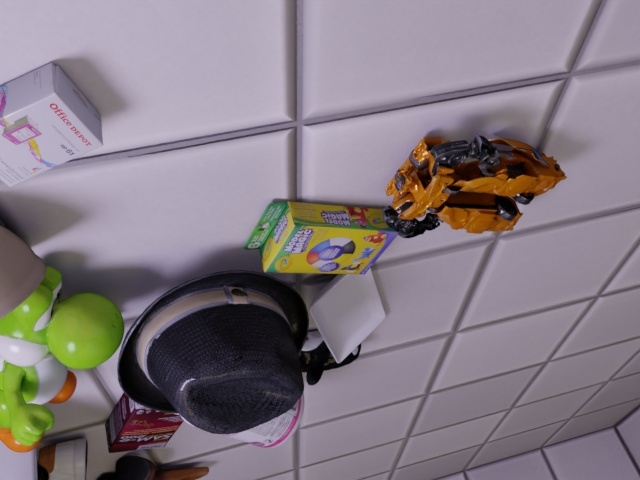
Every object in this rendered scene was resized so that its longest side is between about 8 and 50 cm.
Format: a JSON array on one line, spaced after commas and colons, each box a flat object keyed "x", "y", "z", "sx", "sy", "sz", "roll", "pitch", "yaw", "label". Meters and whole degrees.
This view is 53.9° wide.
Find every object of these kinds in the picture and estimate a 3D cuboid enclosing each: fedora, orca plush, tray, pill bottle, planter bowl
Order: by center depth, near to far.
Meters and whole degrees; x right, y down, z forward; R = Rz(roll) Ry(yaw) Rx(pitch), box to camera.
[{"x": -0.436, "y": 0.031, "z": 0.761, "sx": 0.162, "sy": 0.162, "sz": 0.109, "roll": -21, "pitch": 121, "yaw": 3, "label": "planter bowl"}, {"x": -0.141, "y": 0.206, "z": 0.996, "sx": 0.333, "sy": 0.152, "sz": 0.334, "roll": -17, "pitch": 131, "yaw": -21, "label": "fedora"}, {"x": 0.052, "y": 0.135, "z": 1.214, "sx": 0.145, "sy": 0.030, "sz": 0.270, "roll": -42, "pitch": 149, "yaw": -12, "label": "tray"}, {"x": -0.179, "y": 0.300, "z": 1.238, "sx": 0.160, "sy": 0.160, "sz": 0.283, "roll": -35, "pitch": 134, "yaw": 23, "label": "pill bottle"}, {"x": -0.025, "y": 0.241, "z": 1.295, "sx": 0.287, "sy": 0.102, "sz": 0.151, "roll": 20, "pitch": 131, "yaw": -43, "label": "orca plush"}]

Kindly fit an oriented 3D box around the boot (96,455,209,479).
[{"x": -0.419, "y": 0.639, "z": 1.679, "sx": 0.280, "sy": 0.096, "sz": 0.264, "roll": 14, "pitch": 134, "yaw": -41, "label": "boot"}]

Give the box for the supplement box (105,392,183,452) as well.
[{"x": -0.362, "y": 0.367, "z": 1.337, "sx": 0.130, "sy": 0.073, "sz": 0.239, "roll": 4, "pitch": 141, "yaw": -32, "label": "supplement box"}]

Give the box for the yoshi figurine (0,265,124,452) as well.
[{"x": -0.406, "y": 0.188, "z": 0.970, "sx": 0.203, "sy": 0.204, "sz": 0.362, "roll": -13, "pitch": 147, "yaw": -37, "label": "yoshi figurine"}]

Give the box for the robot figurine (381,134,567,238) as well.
[{"x": 0.227, "y": -0.083, "z": 0.972, "sx": 0.290, "sy": 0.085, "sz": 0.211, "roll": 4, "pitch": 140, "yaw": -32, "label": "robot figurine"}]

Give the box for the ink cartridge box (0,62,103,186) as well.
[{"x": -0.311, "y": -0.122, "z": 0.676, "sx": 0.122, "sy": 0.052, "sz": 0.088, "roll": -24, "pitch": 146, "yaw": 5, "label": "ink cartridge box"}]

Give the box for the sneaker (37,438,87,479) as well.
[{"x": -0.608, "y": 0.551, "z": 1.465, "sx": 0.123, "sy": 0.106, "sz": 0.290, "roll": 1, "pitch": 132, "yaw": -19, "label": "sneaker"}]

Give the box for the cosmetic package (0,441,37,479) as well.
[{"x": -0.709, "y": 0.529, "z": 1.166, "sx": 0.329, "sy": 0.328, "sz": 0.394, "roll": 1, "pitch": 143, "yaw": -28, "label": "cosmetic package"}]

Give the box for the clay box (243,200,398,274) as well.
[{"x": 0.000, "y": 0.000, "z": 1.005, "sx": 0.221, "sy": 0.053, "sz": 0.127, "roll": 2, "pitch": 143, "yaw": -29, "label": "clay box"}]
